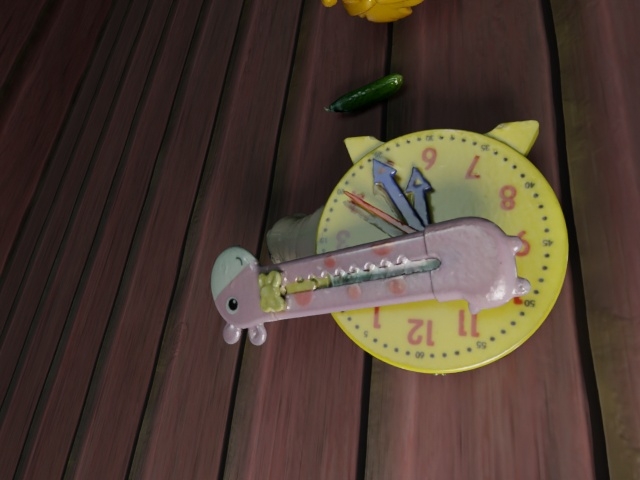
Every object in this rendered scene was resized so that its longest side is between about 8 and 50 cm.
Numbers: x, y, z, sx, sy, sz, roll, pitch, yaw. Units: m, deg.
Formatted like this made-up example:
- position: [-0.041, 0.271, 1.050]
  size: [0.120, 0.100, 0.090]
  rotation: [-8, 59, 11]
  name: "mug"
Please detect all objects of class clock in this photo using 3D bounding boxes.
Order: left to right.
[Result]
- position: [0.121, 0.001, 0.504]
  size: [0.276, 0.071, 0.294]
  rotation: [-6, 77, 22]
  name: "clock"

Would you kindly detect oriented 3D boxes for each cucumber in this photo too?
- position: [0.074, -0.243, 0.760]
  size: [0.155, 0.037, 0.037]
  rotation: [-12, 61, 36]
  name: "cucumber"

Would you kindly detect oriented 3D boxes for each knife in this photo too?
- position: [0.015, 0.043, 0.501]
  size: [0.398, 0.038, 0.132]
  rotation: [-13, 83, 32]
  name: "knife"

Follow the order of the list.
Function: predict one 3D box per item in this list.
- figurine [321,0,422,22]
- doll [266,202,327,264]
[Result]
- position: [0.113, -0.507, 0.749]
  size: [0.319, 0.196, 0.323]
  rotation: [0, 58, 35]
  name: "figurine"
- position: [0.000, 0.000, 0.656]
  size: [0.191, 0.095, 0.150]
  rotation: [-6, 62, 43]
  name: "doll"
